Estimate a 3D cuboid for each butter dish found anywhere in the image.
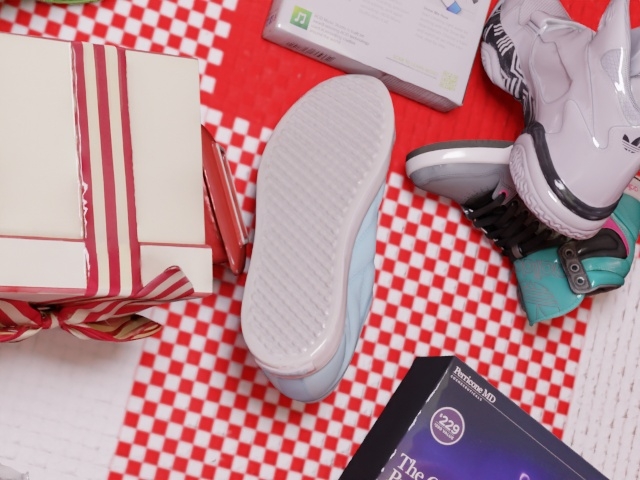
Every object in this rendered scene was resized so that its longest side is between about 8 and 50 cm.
[{"bbox_3d":[-0.142,-0.031,1.554,0.118,0.160,0.160,-16,91,0],"label":"butter dish"}]

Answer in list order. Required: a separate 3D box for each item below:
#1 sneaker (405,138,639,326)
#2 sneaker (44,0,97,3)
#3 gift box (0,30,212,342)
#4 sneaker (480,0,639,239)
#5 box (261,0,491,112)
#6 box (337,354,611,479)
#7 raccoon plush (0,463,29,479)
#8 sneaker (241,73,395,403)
[{"bbox_3d":[0.225,0.000,1.703,0.295,0.124,0.178,10,72,-22],"label":"sneaker"},{"bbox_3d":[-0.376,-0.297,1.437,0.483,0.202,0.185,-13,90,-23],"label":"sneaker"},{"bbox_3d":[-0.250,-0.036,1.403,0.255,0.276,0.258,2,84,-34],"label":"gift box"},{"bbox_3d":[0.289,-0.187,1.622,0.137,0.210,0.366,24,39,-25],"label":"sneaker"},{"bbox_3d":[0.089,-0.331,1.710,0.232,0.058,0.322,21,79,-19],"label":"box"},{"bbox_3d":[0.172,0.271,1.664,0.261,0.103,0.184,38,70,-15],"label":"box"},{"bbox_3d":[-0.270,0.380,1.366,0.216,0.299,0.446,-25,95,-22],"label":"raccoon plush"},{"bbox_3d":[0.000,0.000,1.624,0.135,0.150,0.366,9,61,15],"label":"sneaker"}]
